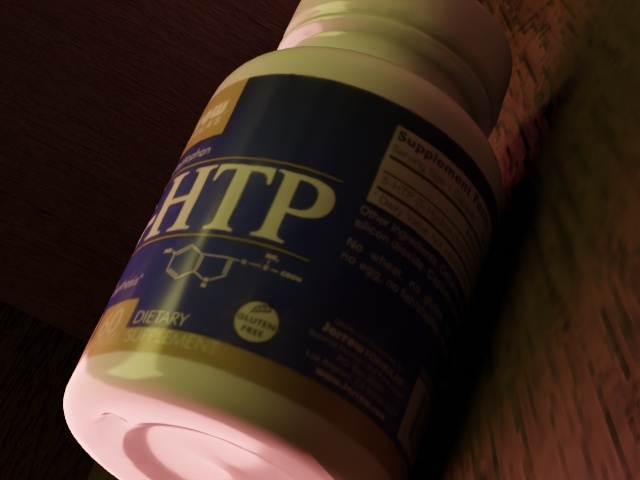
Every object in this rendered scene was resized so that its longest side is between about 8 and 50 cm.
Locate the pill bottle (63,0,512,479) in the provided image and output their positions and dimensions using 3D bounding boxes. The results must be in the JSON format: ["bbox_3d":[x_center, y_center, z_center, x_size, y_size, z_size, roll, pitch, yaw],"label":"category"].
[{"bbox_3d":[0.000,0.000,0.484,0.187,0.112,0.112,-67,8,-29],"label":"pill bottle"}]
